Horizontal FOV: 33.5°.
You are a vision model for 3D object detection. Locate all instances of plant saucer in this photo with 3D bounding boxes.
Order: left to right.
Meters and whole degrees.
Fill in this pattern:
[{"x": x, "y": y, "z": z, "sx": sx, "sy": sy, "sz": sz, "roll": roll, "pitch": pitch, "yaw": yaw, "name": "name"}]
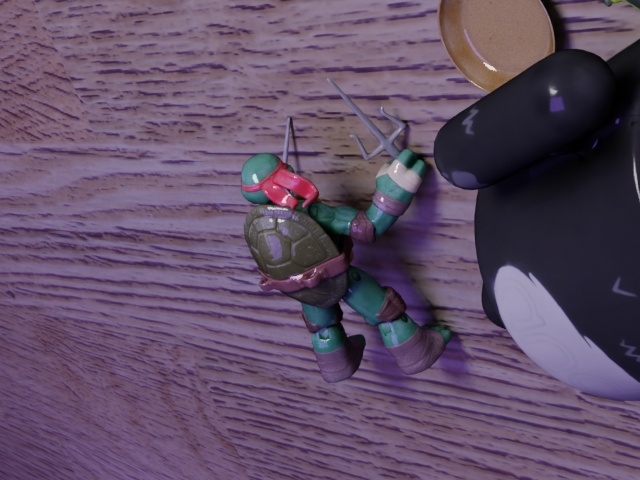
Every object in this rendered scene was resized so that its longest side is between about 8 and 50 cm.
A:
[{"x": 0.108, "y": -0.127, "z": 0.638, "sx": 0.083, "sy": 0.015, "sz": 0.083, "roll": 29, "pitch": 138, "yaw": 30, "name": "plant saucer"}]

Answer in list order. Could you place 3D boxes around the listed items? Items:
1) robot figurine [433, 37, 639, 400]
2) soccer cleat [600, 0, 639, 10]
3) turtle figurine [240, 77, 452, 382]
[{"x": 0.182, "y": -0.018, "z": 0.497, "sx": 0.173, "sy": 0.209, "sz": 0.278, "roll": 65, "pitch": 157, "yaw": 3, "name": "robot figurine"}, {"x": 0.143, "y": -0.174, "z": 0.523, "sx": 0.179, "sy": 0.060, "sz": 0.072, "roll": 48, "pitch": 132, "yaw": 8, "name": "soccer cleat"}, {"x": 0.000, "y": 0.000, "z": 0.795, "sx": 0.175, "sy": 0.118, "sz": 0.234, "roll": 3, "pitch": 128, "yaw": 48, "name": "turtle figurine"}]
